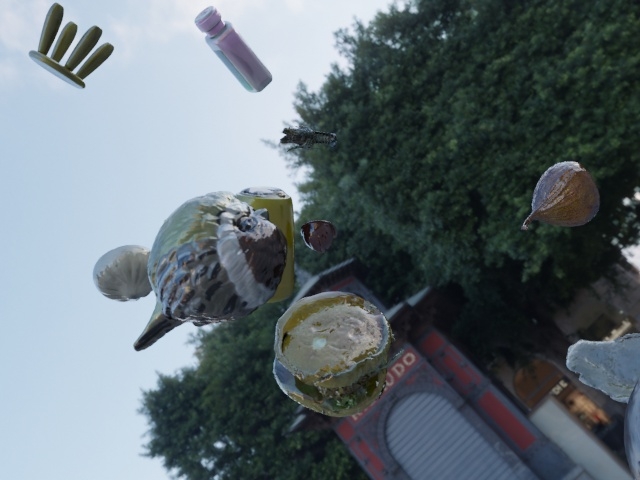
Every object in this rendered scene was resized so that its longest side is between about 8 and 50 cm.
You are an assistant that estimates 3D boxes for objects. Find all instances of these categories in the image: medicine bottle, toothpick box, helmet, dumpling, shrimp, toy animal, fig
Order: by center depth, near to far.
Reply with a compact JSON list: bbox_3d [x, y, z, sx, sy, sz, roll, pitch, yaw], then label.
[{"bbox_3d":[-0.080,0.032,0.445,0.137,0.098,0.098,-67,-26,-6],"label":"toy animal"},{"bbox_3d":[0.607,0.242,1.099,0.332,0.086,0.166,-27,33,50],"label":"dumpling"},{"bbox_3d":[0.500,-0.070,1.300,0.201,0.134,0.146,-39,-71,-7],"label":"fig"},{"bbox_3d":[-0.213,-0.462,1.460,0.078,0.115,0.219,-43,-54,-2],"label":"medicine bottle"},{"bbox_3d":[-0.147,0.006,1.486,0.175,0.175,0.271,-9,-73,-49],"label":"toothpick box"},{"bbox_3d":[0.000,0.000,1.486,0.089,0.057,0.111,-17,-31,17],"label":"helmet"},{"bbox_3d":[-0.040,-0.299,1.789,0.174,0.076,0.082,3,-80,-15],"label":"shrimp"}]

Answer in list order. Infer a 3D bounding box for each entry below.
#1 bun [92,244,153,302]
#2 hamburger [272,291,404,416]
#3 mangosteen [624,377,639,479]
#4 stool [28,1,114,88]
[{"bbox_3d":[-0.393,0.082,1.235,0.138,0.094,0.138,-15,-41,-14],"label":"bun"},{"bbox_3d":[0.024,0.163,0.848,0.177,0.186,0.113,-80,-9,-56],"label":"hamburger"},{"bbox_3d":[0.559,0.257,0.736,0.347,0.306,0.306,-12,-37,-17],"label":"mangosteen"},{"bbox_3d":[-0.466,-0.358,1.125,0.134,0.135,0.110,33,-97,-47],"label":"stool"}]
